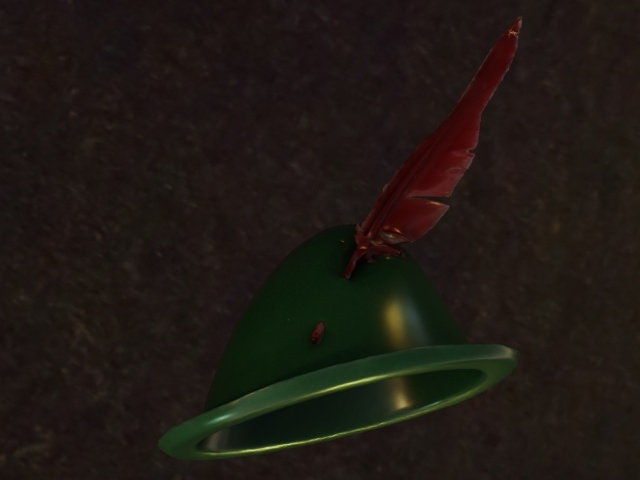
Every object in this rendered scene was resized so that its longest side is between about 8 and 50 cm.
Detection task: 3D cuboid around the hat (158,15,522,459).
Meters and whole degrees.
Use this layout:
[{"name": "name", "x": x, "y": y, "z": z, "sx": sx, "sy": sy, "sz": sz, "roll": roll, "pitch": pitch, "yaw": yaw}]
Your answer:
[{"name": "hat", "x": 0.000, "y": 0.000, "z": 0.626, "sx": 0.209, "sy": 0.173, "sz": 0.183, "roll": -2, "pitch": 70, "yaw": -37}]
